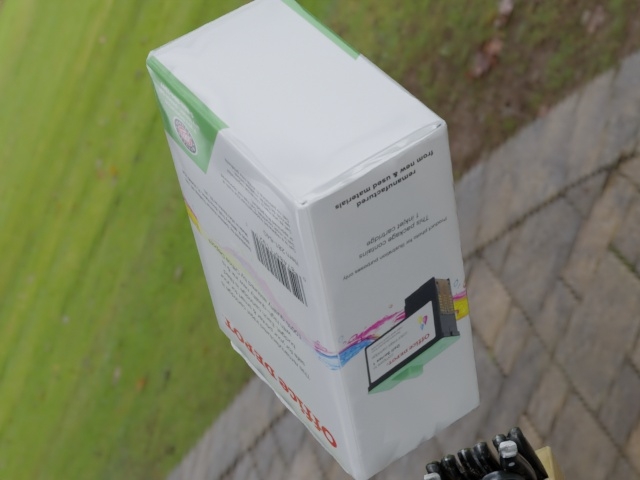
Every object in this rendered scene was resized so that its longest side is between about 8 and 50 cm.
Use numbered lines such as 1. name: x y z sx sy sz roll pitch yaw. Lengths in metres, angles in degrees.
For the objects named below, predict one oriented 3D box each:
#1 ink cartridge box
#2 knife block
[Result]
1. ink cartridge box: 0.000 0.000 1.105 0.201 0.117 0.278 44 156 41
2. knife block: 0.170 0.271 1.232 0.088 0.276 0.242 -23 10 11
